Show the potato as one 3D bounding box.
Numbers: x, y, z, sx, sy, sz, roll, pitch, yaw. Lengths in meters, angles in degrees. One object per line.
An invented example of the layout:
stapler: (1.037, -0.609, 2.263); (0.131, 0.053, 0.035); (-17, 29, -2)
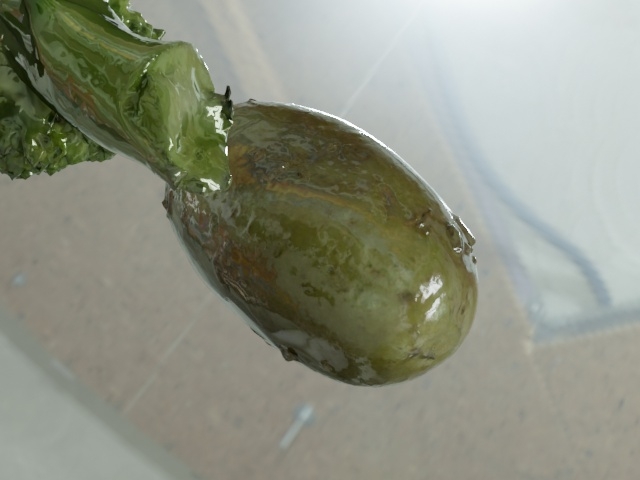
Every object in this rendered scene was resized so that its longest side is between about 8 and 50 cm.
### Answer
potato: (0.000, 0.000, 1.443); (0.307, 0.173, 0.210); (35, -15, 49)

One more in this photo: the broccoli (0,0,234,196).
broccoli: (-0.154, -0.155, 1.053); (0.254, 0.186, 0.302); (49, -25, -18)
